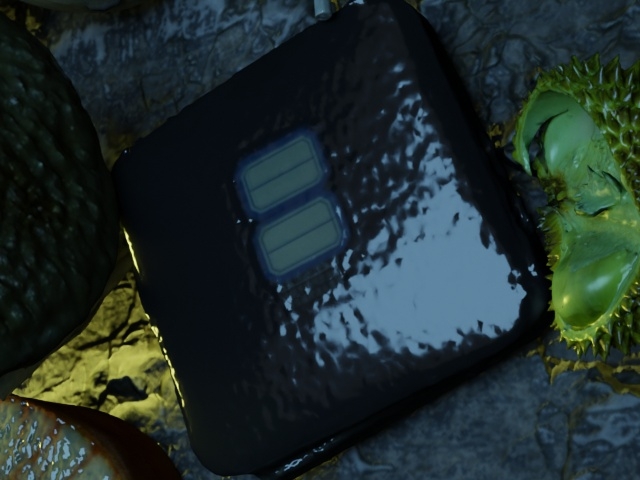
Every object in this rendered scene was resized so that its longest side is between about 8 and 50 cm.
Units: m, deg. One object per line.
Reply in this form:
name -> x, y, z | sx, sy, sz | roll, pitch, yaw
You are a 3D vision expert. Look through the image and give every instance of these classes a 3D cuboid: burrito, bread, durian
burrito -> -0.247, 0.061, 1.503 | 0.087, 0.060, 0.226 | 10, 49, 50
bread -> -0.257, 0.320, 1.485 | 0.295, 0.114, 0.328 | 26, 94, 30
durian -> 0.243, -0.027, 1.202 | 0.200, 0.176, 0.237 | -52, 45, 41

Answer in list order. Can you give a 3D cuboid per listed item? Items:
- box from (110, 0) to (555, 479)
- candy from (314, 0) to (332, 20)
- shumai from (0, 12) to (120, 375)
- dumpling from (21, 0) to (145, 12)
box -> 0.000, 0.000, 1.403 | 0.359, 0.091, 0.350 | -31, 68, 22
candy -> -0.009, -0.365, 1.440 | 0.124, 0.124, 0.365 | -14, 69, 28
shumai -> -0.396, -0.007, 1.396 | 0.323, 0.397, 0.324 | -23, 108, 36
dumpling -> -0.251, -0.338, 1.537 | 0.175, 0.243, 0.227 | -16, 68, 41
